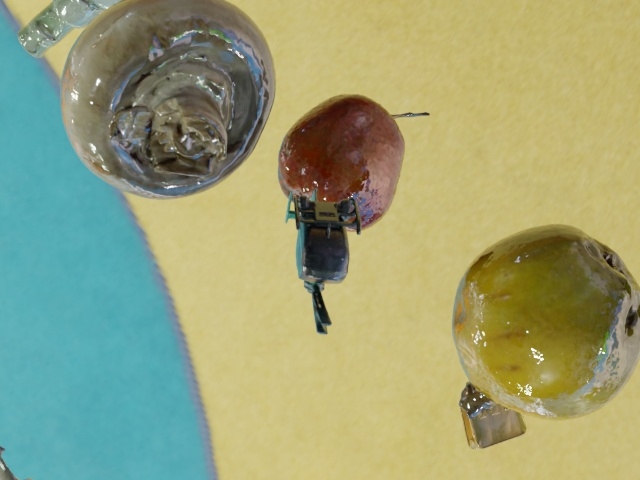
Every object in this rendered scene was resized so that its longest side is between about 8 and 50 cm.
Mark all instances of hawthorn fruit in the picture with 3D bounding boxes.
[{"bbox_3d":[0.042,-0.117,1.761,0.162,0.203,0.162,31,163,10],"label":"hawthorn fruit"}]

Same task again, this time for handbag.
[{"bbox_3d":[0.223,0.232,1.826,0.027,0.083,0.061,-15,87,58],"label":"handbag"}]

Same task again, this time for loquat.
[{"bbox_3d":[0.237,0.103,1.554,0.213,0.213,0.246,41,111,0],"label":"loquat"}]

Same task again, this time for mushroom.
[{"bbox_3d":[-0.150,-0.145,1.435,0.226,0.178,0.226,-9,118,-16],"label":"mushroom"}]

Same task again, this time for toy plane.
[{"bbox_3d":[0.000,0.000,1.329,0.060,0.235,0.096,3,113,-5],"label":"toy plane"}]

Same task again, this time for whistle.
[{"bbox_3d":[-0.292,-0.328,1.841,0.258,0.067,0.126,-36,106,22],"label":"whistle"}]

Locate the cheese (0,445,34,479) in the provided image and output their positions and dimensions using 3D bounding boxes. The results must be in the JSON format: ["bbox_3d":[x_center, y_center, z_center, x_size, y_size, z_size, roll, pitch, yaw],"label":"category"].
[{"bbox_3d":[-0.302,0.170,0.931,0.071,0.248,0.163,-2,102,63],"label":"cheese"}]
